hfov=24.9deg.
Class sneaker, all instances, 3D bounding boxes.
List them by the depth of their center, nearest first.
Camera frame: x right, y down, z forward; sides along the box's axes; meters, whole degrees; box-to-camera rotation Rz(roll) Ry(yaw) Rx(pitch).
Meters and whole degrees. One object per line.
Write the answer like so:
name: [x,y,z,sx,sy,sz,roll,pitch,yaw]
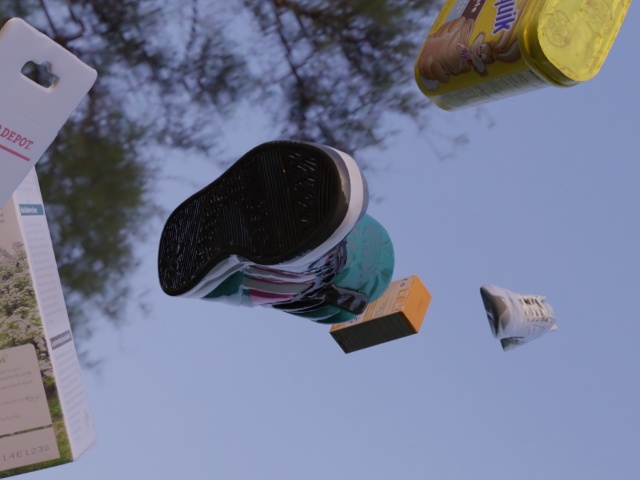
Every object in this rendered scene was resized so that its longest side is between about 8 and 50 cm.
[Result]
sneaker: [0.000,0.000,1.244,0.295,0.178,0.123,-21,-114,56]
sneaker: [0.189,0.067,1.377,0.061,0.152,0.053,-17,-105,11]

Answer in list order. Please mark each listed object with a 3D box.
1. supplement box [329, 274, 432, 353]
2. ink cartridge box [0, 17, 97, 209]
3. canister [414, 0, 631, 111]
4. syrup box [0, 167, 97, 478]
supplement box: [0.065,0.080,1.561,0.098,0.062,0.036,-20,-61,34]
ink cartridge box: [-0.201,-0.039,0.714,0.060,0.104,0.180,37,-89,17]
canister: [0.164,-0.175,1.202,0.073,0.126,0.170,37,-23,-24]
syrup box: [-0.232,0.043,1.005,0.093,0.096,0.236,-13,-90,1]
